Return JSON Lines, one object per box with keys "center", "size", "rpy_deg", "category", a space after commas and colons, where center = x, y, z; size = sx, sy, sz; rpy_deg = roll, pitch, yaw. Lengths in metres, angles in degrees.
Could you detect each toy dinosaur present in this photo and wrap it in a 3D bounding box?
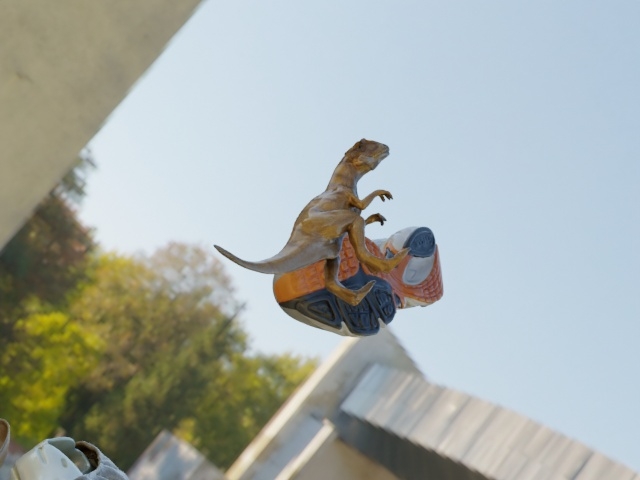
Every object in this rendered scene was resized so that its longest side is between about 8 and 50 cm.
{"center": [0.000, 0.000, 0.944], "size": [0.112, 0.211, 0.064], "rpy_deg": [44, -45, -3], "category": "toy dinosaur"}

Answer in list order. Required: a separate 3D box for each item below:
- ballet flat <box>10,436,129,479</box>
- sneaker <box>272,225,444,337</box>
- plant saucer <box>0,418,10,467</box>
{"center": [-0.290, 0.285, 1.389], "size": [0.124, 0.116, 0.342], "rpy_deg": [56, -1, 0], "category": "ballet flat"}
{"center": [0.017, 0.047, 1.174], "size": [0.121, 0.099, 0.262], "rpy_deg": [-14, -5, 31], "category": "sneaker"}
{"center": [-0.239, 0.154, 0.816], "size": [0.015, 0.083, 0.083], "rpy_deg": [57, -19, -23], "category": "plant saucer"}
